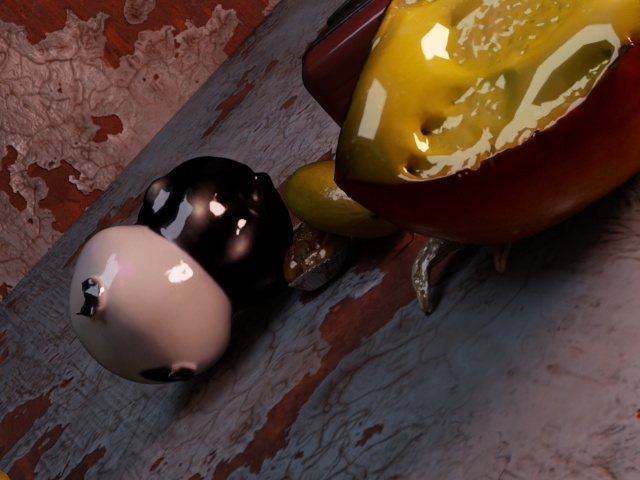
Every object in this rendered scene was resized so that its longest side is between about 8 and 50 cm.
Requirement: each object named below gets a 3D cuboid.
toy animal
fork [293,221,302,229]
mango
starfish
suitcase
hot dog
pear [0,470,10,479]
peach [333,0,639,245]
[{"bbox_3d":[-0.195,0.049,1.678,0.251,0.251,0.310,-23,27,49],"label":"toy animal"},{"bbox_3d":[-0.034,-0.029,1.863,0.235,0.021,0.039,-41,22,13],"label":"fork"},{"bbox_3d":[0.029,-0.056,1.587,0.137,0.091,0.237,-14,13,-39],"label":"mango"},{"bbox_3d":[0.148,-0.008,1.387,0.138,0.050,0.247,-41,16,17],"label":"starfish"},{"bbox_3d":[0.143,-0.241,1.594,0.297,0.236,0.161,-34,21,28],"label":"suitcase"},{"bbox_3d":[0.000,0.000,1.676,0.108,0.059,0.191,-32,19,22],"label":"hot dog"},{"bbox_3d":[-0.474,0.450,1.427,0.386,0.191,0.340,-35,-18,-33],"label":"pear"},{"bbox_3d":[0.201,-0.138,1.252,0.380,0.242,0.306,-21,48,14],"label":"peach"}]
